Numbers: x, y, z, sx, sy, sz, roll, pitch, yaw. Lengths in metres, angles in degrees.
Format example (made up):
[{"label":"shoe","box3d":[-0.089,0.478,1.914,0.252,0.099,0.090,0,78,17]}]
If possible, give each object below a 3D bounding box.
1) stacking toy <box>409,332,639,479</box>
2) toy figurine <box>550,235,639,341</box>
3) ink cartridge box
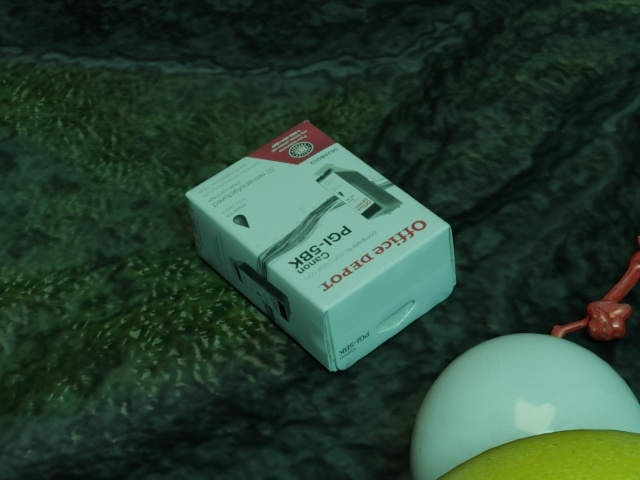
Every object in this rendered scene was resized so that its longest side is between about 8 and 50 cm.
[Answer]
[{"label":"stacking toy","box3d":[0.112,0.195,0.555,0.351,0.350,0.480,-7,27,2]},{"label":"toy figurine","box3d":[0.279,0.033,0.682,0.191,0.217,0.362,-29,49,-19]},{"label":"ink cartridge box","box3d":[0.000,0.000,0.864,0.099,0.056,0.135,-34,50,-23]}]
